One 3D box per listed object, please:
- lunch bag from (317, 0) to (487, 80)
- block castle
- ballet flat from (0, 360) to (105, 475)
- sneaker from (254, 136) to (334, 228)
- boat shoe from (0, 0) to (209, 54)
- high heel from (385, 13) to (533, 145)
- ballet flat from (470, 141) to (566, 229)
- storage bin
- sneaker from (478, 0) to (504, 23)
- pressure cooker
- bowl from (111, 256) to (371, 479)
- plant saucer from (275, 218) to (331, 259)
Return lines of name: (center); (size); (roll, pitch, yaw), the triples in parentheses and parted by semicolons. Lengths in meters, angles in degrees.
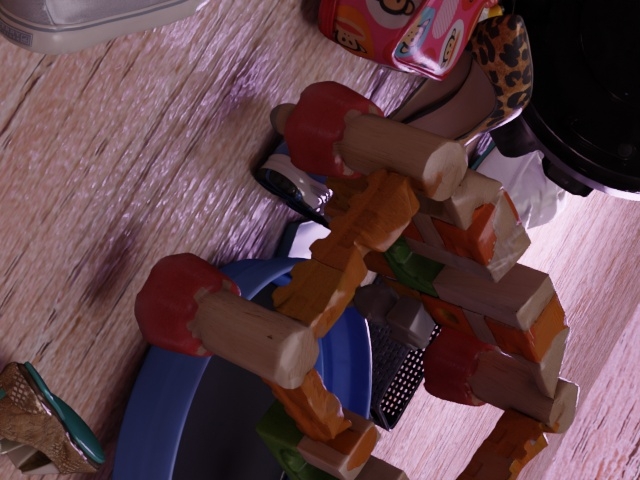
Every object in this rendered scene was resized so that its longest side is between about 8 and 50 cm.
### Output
lunch bag: (0.121, -0.301, 1.809); (0.293, 0.120, 0.258); (-67, 161, 6)
block castle: (0.038, 0.095, 1.742); (0.303, 0.213, 0.453); (-51, 138, -19)
ballet flat: (-0.237, 0.156, 1.559); (0.067, 0.073, 0.206); (-33, 153, -5)
sneaker: (0.007, -0.058, 1.874); (0.081, 0.080, 0.211); (-61, 161, -5)
boat shoe: (-0.137, -0.198, 1.331); (0.227, 0.079, 0.081); (-33, 148, -51)
high heel: (0.116, -0.133, 1.943); (0.186, 0.093, 0.261); (-27, 164, -22)
ballet flat: (0.289, -0.106, 2.471); (0.400, 0.139, 0.139); (-53, 158, -29)
storage bin: (0.086, 0.127, 2.305); (0.180, 0.084, 0.122); (-58, 160, -15)
sneaker: (0.134, -0.210, 2.046); (0.092, 0.088, 0.225); (-30, 155, -13)
pressure cooker: (0.386, -0.222, 2.188); (0.420, 0.370, 0.375); (2, 107, -82)
bowl: (-0.075, 0.203, 1.874); (0.391, 0.077, 0.391); (-34, 130, -52)
plant saucer: (0.000, 0.000, 2.025); (0.192, 0.018, 0.067); (-16, 129, -66)
